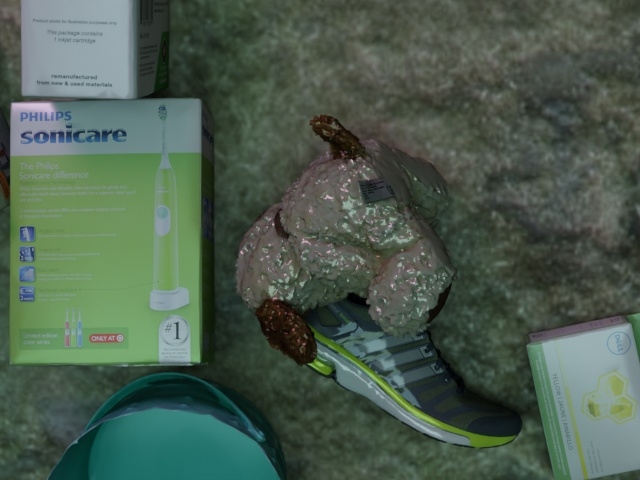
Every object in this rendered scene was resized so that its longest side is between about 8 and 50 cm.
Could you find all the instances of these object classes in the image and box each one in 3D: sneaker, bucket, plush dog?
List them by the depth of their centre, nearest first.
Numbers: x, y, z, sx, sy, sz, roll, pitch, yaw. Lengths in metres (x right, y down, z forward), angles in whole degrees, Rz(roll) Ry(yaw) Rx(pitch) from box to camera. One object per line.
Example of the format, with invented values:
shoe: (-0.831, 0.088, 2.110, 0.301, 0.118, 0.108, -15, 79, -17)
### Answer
plush dog: (0.000, 0.000, 1.572, 0.225, 0.262, 0.210, -39, 117, 23)
bucket: (-0.163, 0.288, 1.666, 0.281, 0.183, 0.281, 0, 99, 2)
sneaker: (0.099, 0.132, 1.668, 0.300, 0.111, 0.121, 29, 96, -4)

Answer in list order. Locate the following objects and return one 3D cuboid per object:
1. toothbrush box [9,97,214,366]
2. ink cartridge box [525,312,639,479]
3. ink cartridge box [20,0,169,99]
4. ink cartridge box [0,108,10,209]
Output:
toothbrush box: (-0.222, -0.005, 1.620, 0.206, 0.122, 0.283, -2, 86, 3)
ink cartridge box: (0.361, 0.167, 1.687, 0.235, 0.056, 0.171, -12, 98, 7)
ink cartridge box: (-0.229, -0.297, 1.557, 0.121, 0.211, 0.289, 2, 99, 4)
ink cartridge box: (-0.406, -0.076, 1.618, 0.127, 0.176, 0.128, -22, 98, 6)
